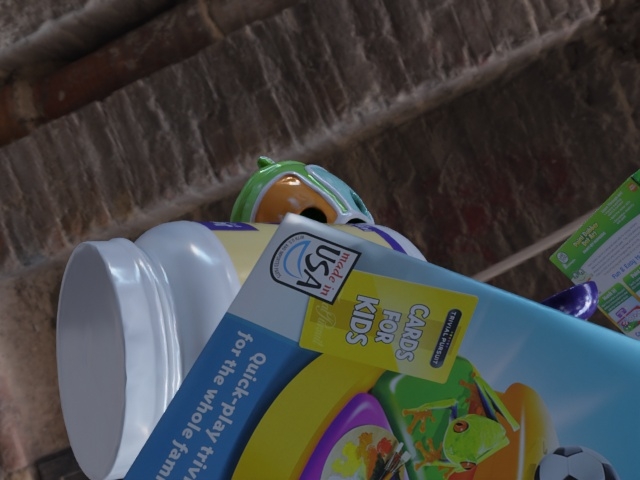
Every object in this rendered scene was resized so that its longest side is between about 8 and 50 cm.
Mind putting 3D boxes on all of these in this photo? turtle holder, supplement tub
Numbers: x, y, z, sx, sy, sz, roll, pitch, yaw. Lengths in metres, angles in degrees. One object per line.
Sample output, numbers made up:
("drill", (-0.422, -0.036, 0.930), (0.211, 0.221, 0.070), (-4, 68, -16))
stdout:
("turtle holder", (-0.013, 0.008, 1.224), (0.228, 0.243, 0.320), (18, -38, 39))
("supplement tub", (-0.064, 0.101, 0.662), (0.331, 0.241, 0.241), (0, 60, -35))

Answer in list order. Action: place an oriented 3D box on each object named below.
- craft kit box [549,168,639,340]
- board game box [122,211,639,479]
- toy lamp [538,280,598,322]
("craft kit box", (0.519, 0.047, 1.051), (0.246, 0.061, 0.250), (47, -30, 16))
("board game box", (0.073, 0.154, 0.322), (0.253, 0.336, 0.079), (-60, 156, -22))
("toy lamp", (0.291, 0.172, 0.612), (0.274, 0.080, 0.080), (67, 9, 19))
